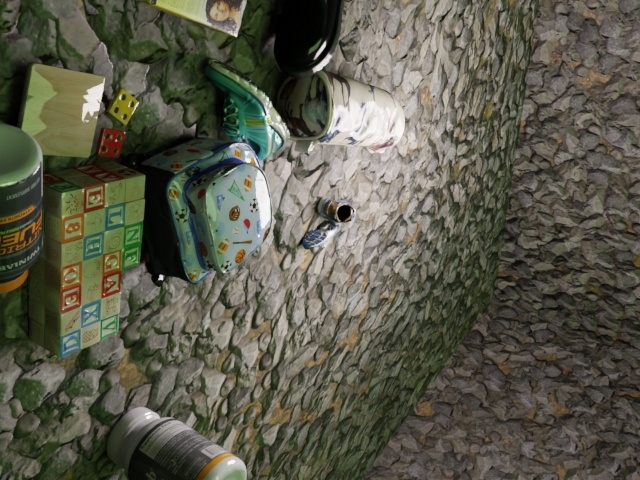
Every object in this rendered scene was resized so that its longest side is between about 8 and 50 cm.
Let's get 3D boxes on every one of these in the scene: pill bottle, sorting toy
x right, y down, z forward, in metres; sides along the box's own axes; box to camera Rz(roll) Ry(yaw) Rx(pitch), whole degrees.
[{"bbox_3d":[-0.458,-0.034,0.997,0.130,0.130,0.246,-39,159,-42],"label":"pill bottle"},{"bbox_3d":[-0.304,0.468,1.485,0.162,0.278,0.162,-39,140,-42],"label":"pill bottle"},{"bbox_3d":[-0.402,-0.200,1.093,0.274,0.046,0.132,-5,114,-58],"label":"sorting toy"}]

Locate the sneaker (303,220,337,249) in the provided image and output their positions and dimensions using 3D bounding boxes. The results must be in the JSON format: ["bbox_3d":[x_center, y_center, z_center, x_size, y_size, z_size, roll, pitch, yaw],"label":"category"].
[{"bbox_3d":[0.000,0.000,1.922,0.135,0.052,0.058,-34,143,-44],"label":"sneaker"}]

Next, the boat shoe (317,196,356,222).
[{"bbox_3d":[0.059,-0.074,1.952,0.183,0.066,0.066,5,105,-61],"label":"boat shoe"}]

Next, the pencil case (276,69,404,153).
[{"bbox_3d":[0.057,-0.295,1.696,0.410,0.159,0.184,-6,114,-58],"label":"pencil case"}]

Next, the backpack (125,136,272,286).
[{"bbox_3d":[-0.212,-0.074,1.360,0.263,0.213,0.277,-50,146,-49],"label":"backpack"}]

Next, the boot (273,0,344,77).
[{"bbox_3d":[-0.039,-0.525,1.393,0.260,0.131,0.348,42,62,-67],"label":"boot"}]

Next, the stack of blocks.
[{"bbox_3d":[-0.399,0.029,1.214,0.171,0.087,0.297,-23,128,-53],"label":"stack of blocks"}]

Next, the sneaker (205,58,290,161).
[{"bbox_3d":[-0.153,-0.254,1.432,0.110,0.107,0.275,-45,142,-5],"label":"sneaker"}]

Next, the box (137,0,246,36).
[{"bbox_3d":[-0.223,-0.425,1.232,0.232,0.058,0.087,-3,112,-59],"label":"box"}]
